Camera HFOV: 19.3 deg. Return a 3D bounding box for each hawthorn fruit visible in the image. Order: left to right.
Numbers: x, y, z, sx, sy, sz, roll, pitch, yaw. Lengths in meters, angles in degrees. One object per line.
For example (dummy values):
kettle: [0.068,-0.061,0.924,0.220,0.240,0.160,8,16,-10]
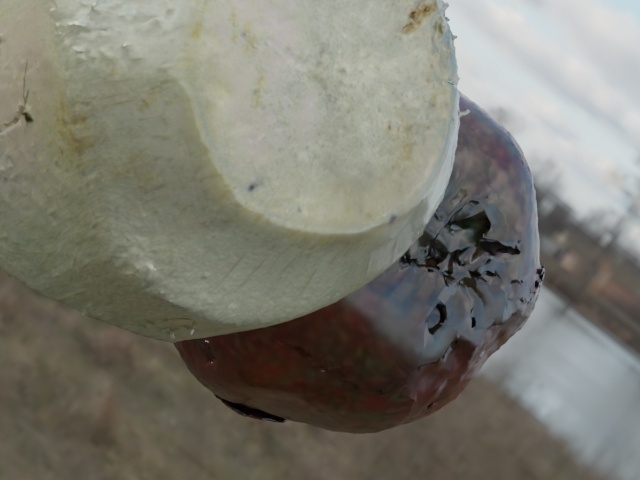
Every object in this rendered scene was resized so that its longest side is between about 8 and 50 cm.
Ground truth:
hawthorn fruit: [0.000,0.000,0.907,0.181,0.181,0.235,37,-10,-25]

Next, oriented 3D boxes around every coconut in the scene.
coconut: [-0.042,-0.047,0.628,0.161,0.161,0.162,37,-24,-29]
